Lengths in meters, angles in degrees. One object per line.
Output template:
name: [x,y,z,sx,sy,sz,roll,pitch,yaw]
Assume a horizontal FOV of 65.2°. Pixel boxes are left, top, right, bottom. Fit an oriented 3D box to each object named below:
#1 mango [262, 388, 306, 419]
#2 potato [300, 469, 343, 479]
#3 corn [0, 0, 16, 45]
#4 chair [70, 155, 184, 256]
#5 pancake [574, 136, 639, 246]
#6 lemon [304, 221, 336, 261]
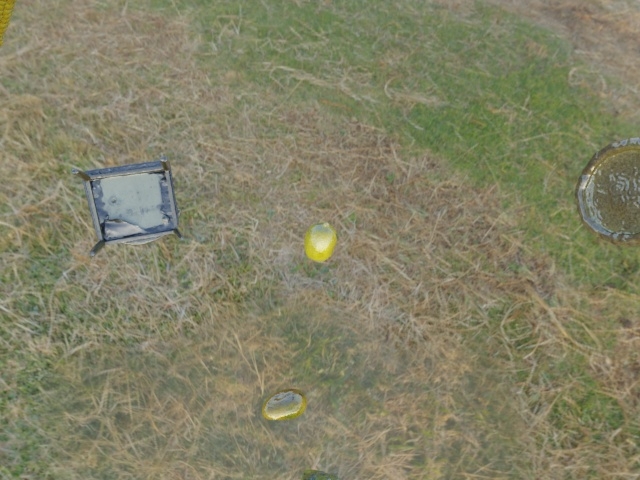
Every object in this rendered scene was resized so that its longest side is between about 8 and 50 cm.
mango: [-0.088,0.404,1.226,0.114,0.057,0.079,-16,40,-24]
potato: [0.004,0.586,1.209,0.119,0.198,0.054,12,74,-10]
corn: [-0.325,-0.266,0.478,0.080,0.238,0.080,33,31,-23]
chair: [-0.375,-0.070,1.004,0.188,0.272,0.166,-11,95,-16]
pancake: [0.536,-0.083,0.875,0.021,0.199,0.199,-3,60,-28]
lemon: [0.000,0.000,1.228,0.082,0.111,0.082,8,31,-5]
